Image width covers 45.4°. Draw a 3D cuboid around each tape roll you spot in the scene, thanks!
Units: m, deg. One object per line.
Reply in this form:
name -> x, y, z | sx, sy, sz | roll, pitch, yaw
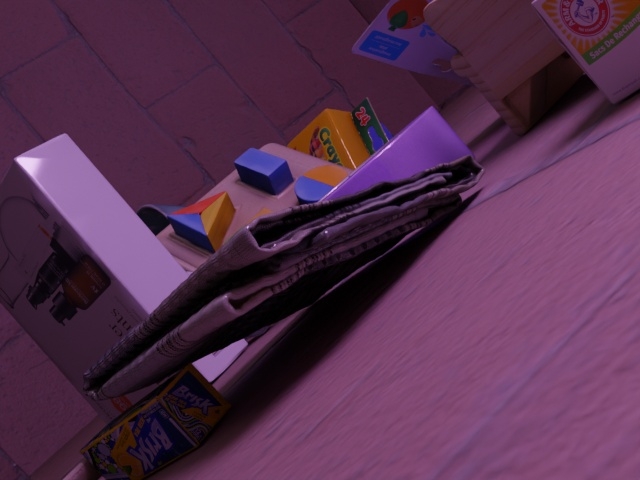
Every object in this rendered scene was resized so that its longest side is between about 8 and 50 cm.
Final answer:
tape roll -> 0.067, -0.053, 1.002 | 0.275, 0.090, 0.275 | -40, 2, 2

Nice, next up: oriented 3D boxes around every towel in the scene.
towel -> -0.029, 0.042, 0.716 | 0.312, 0.056, 0.324 | -19, -14, -44

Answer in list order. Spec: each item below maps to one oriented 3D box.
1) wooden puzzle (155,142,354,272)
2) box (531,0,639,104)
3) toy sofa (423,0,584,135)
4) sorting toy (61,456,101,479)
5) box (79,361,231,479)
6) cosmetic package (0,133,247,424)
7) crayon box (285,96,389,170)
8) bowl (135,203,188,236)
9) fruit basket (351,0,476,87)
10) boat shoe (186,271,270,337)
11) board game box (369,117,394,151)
wooden puzzle -> -0.086, -0.053, 1.261 | 0.322, 0.080, 0.348 | 23, 52, 39
box -> 0.269, -0.203, 0.534 | 0.114, 0.103, 0.203 | -42, 3, -32
toy sofa -> 0.274, -0.268, 0.719 | 0.150, 0.177, 0.362 | -43, 3, -30
sorting toy -> -0.265, 0.277, 0.857 | 0.229, 0.041, 0.307 | -46, -1, 37
box -> -0.158, 0.179, 0.718 | 0.169, 0.059, 0.054 | -38, 6, 42
cosmetic package -> -0.318, 0.081, 1.081 | 0.284, 0.377, 0.097 | -39, 3, 45
crayon box -> 0.007, -0.122, 1.546 | 0.081, 0.202, 0.318 | -2, -29, -48
bowl -> -0.228, 0.060, 1.492 | 0.163, 0.311, 0.311 | -18, -9, -32
fruit basket -> 0.266, -0.312, 0.984 | 0.327, 0.165, 0.353 | 8, -39, -32
boat shoe -> -0.158, 0.075, 1.086 | 0.226, 0.083, 0.076 | 10, 37, 27
board game box -> 0.036, -0.116, 1.754 | 0.291, 0.141, 0.232 | -38, 4, 37
